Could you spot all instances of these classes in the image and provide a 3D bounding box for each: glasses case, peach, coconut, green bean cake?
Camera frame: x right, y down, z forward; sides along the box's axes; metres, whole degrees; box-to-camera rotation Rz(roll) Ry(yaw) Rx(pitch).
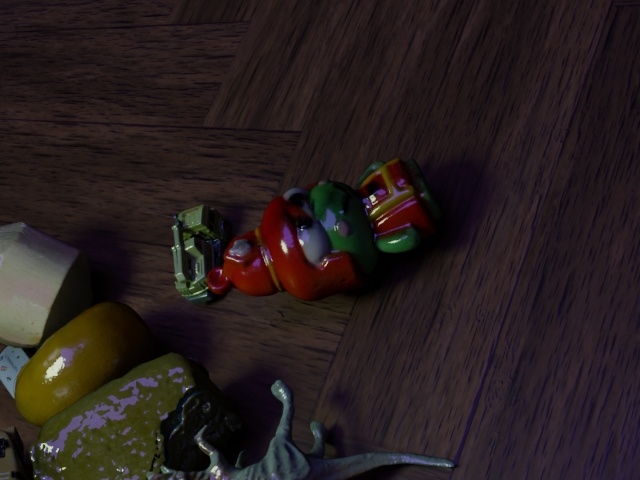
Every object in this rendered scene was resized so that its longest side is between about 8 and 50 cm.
[{"bbox_3d":[-0.530,0.247,1.852,0.067,0.045,0.178,-52,47,-3],"label":"glasses case"},{"bbox_3d":[-0.378,0.201,1.653,0.251,0.153,0.251,-46,3,3],"label":"peach"},{"bbox_3d":[-0.512,0.087,1.831,0.241,0.241,0.241,-18,53,25],"label":"coconut"},{"bbox_3d":[-0.233,0.353,1.485,0.285,0.202,0.310,-26,50,3],"label":"green bean cake"}]

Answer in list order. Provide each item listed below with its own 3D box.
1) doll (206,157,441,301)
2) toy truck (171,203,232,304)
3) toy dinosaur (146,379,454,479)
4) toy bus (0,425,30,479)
[{"bbox_3d":[0.000,-0.001,1.543,0.363,0.160,0.182,-21,52,0],"label":"doll"},{"bbox_3d":[-0.208,0.018,1.733,0.077,0.100,0.169,-15,55,25],"label":"toy truck"},{"bbox_3d":[-0.021,0.296,1.390,0.393,0.092,0.205,10,37,6],"label":"toy dinosaur"},{"bbox_3d":[-0.617,0.402,1.681,0.290,0.139,0.157,-8,49,-4],"label":"toy bus"}]
